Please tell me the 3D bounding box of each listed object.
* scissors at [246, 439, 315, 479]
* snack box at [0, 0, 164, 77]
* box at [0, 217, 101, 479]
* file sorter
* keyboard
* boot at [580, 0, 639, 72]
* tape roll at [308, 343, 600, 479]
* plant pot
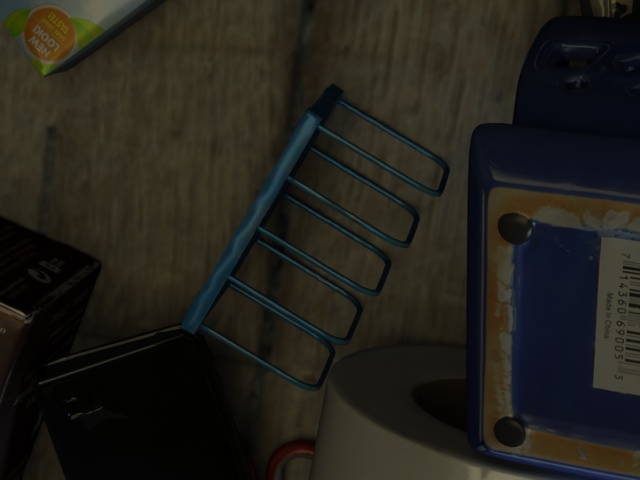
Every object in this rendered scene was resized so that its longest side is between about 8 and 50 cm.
[{"bbox_3d":[0.009,0.280,1.272,0.109,0.021,0.297,-23,98,14],"label":"scissors"},{"bbox_3d":[-0.175,-0.244,1.169,0.174,0.070,0.207,-33,93,15],"label":"snack box"},{"bbox_3d":[-0.281,0.088,1.207,0.167,0.168,0.203,23,105,4],"label":"box"},{"bbox_3d":[0.000,0.000,1.163,0.104,0.118,0.170,32,106,0],"label":"file sorter"},{"bbox_3d":[-0.137,0.219,1.218,0.201,0.033,0.317,-18,114,-6],"label":"keyboard"},{"bbox_3d":[0.263,-0.121,1.086,0.179,0.085,0.236,-7,96,26],"label":"boot"},{"bbox_3d":[0.109,0.186,1.115,0.246,0.246,0.169,13,103,8],"label":"tape roll"},{"bbox_3d":[0.205,0.015,0.984,0.236,0.212,0.236,9,116,22],"label":"plant pot"}]
